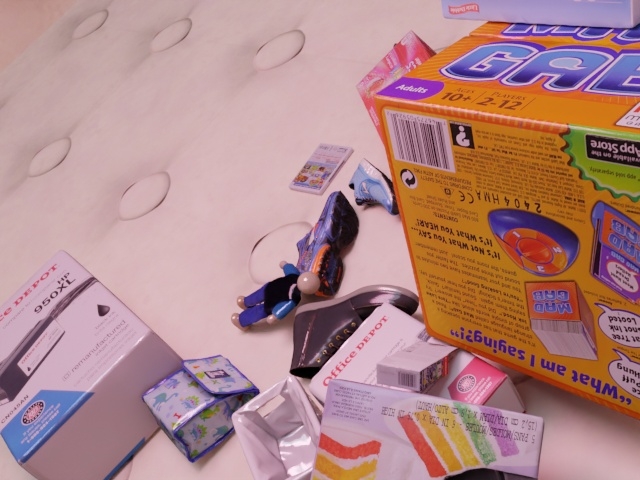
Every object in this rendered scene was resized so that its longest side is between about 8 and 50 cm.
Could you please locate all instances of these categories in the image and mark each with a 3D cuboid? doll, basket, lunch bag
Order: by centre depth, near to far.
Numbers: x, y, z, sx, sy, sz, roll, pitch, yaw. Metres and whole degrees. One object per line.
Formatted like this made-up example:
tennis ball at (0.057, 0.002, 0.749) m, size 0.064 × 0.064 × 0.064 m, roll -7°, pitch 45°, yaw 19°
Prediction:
basket at (-0.035, 0.293, 1.149) m, size 0.113 × 0.103 × 0.167 m, roll -34°, pitch 39°, yaw 1°
lunch bag at (-0.186, 0.254, 1.308) m, size 0.151 × 0.096 × 0.129 m, roll -33°, pitch 35°, yaw -20°
doll at (-0.073, 0.090, 1.374) m, size 0.189 × 0.046 × 0.129 m, roll -26°, pitch 38°, yaw 42°

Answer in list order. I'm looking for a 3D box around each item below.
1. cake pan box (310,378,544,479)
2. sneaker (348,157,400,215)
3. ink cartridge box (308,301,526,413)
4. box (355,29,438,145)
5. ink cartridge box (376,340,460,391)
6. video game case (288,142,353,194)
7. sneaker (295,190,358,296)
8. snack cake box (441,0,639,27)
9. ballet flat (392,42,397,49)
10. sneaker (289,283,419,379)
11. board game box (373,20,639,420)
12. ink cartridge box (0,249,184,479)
cake pan box at (0.118, 0.302, 0.944) m, size 0.267 × 0.070 × 0.246 m, roll 9°, pitch 80°, yaw 17°
sneaker at (0.100, -0.081, 1.474) m, size 0.073 × 0.063 × 0.162 m, roll -50°, pitch 34°, yaw 10°
ink cartridge box at (0.126, 0.214, 1.117) m, size 0.172 × 0.100 × 0.237 m, roll -46°, pitch 42°, yaw -13°
box at (0.190, -0.212, 1.435) m, size 0.154 × 0.142 × 0.300 m, roll -43°, pitch 36°, yaw 20°
ink cartridge box at (0.127, 0.158, 1.046) m, size 0.063 × 0.029 × 0.115 m, roll 5°, pitch 11°, yaw 35°
video game case at (0.001, -0.143, 1.626) m, size 0.087 × 0.011 × 0.122 m, roll 14°, pitch 60°, yaw 42°
sneaker at (0.000, 0.000, 1.435) m, size 0.087 × 0.083 × 0.221 m, roll -7°, pitch 45°, yaw 34°
snack cake box at (0.290, -0.330, 0.996) m, size 0.264 × 0.089 × 0.152 m, roll 18°, pitch 42°, yaw 43°
ballet flat at (0.183, -0.339, 1.651) m, size 0.074 × 0.074 × 0.203 m, roll -37°, pitch 42°, yaw -3°
sneaker at (0.052, 0.147, 1.262) m, size 0.222 × 0.083 × 0.118 m, roll -19°, pitch 47°, yaw 33°
board game box at (0.340, -0.067, 0.979) m, size 0.356 × 0.356 × 0.356 m, roll -36°, pitch 36°, yaw -31°
ink cartridge box at (-0.441, 0.222, 1.450) m, size 0.285 × 0.166 × 0.395 m, roll -46°, pitch 40°, yaw -14°
